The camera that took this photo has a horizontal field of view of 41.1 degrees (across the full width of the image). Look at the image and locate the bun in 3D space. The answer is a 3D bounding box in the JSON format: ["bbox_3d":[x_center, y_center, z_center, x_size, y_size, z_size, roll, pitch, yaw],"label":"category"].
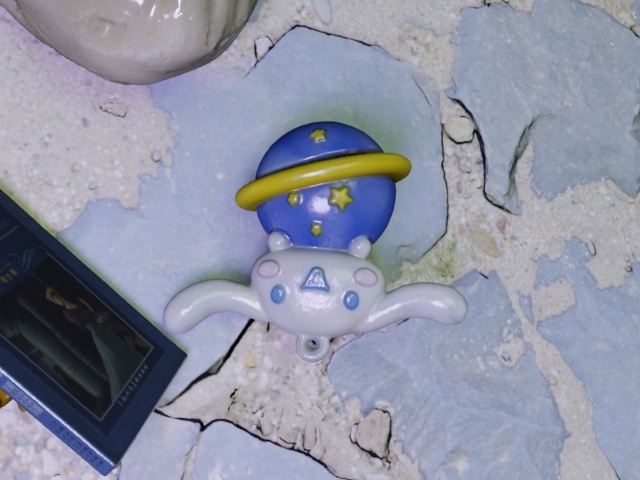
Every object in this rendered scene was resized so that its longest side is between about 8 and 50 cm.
[{"bbox_3d":[-0.198,-0.349,0.888,0.326,0.234,0.362,15,65,-13],"label":"bun"}]

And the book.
[{"bbox_3d":[-0.258,0.073,0.798,0.269,0.025,0.191,44,24,-8],"label":"book"}]

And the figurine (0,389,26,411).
[{"bbox_3d":[-0.333,0.089,0.772,0.121,0.122,0.176,-28,85,-7],"label":"figurine"}]

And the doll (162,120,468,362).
[{"bbox_3d":[-0.027,0.003,0.929,0.311,0.159,0.242,-15,96,-2],"label":"doll"}]
